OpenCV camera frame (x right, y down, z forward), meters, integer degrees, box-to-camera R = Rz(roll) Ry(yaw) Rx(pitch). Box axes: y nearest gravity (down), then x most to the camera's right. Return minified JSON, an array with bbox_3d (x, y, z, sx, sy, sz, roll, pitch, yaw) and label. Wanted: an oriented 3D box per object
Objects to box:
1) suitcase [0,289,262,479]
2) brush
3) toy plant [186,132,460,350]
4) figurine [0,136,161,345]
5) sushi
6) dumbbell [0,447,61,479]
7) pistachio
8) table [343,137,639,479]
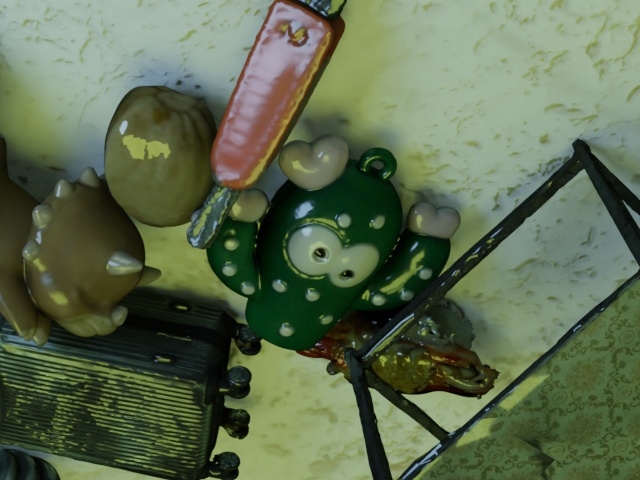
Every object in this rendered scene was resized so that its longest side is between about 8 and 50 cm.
[{"bbox_3d":[-0.229,0.154,1.880,0.312,0.128,0.202,10,133,1],"label":"suitcase"},{"bbox_3d":[-0.051,-0.129,1.593,0.070,0.051,0.323,32,110,8],"label":"brush"},{"bbox_3d":[0.005,0.001,1.704,0.243,0.112,0.232,-35,124,16],"label":"toy plant"},{"bbox_3d":[-0.279,-0.014,1.725,0.173,0.247,0.177,-39,149,-3],"label":"figurine"},{"bbox_3d":[0.083,0.110,1.811,0.226,0.103,0.097,7,159,1],"label":"sushi"},{"bbox_3d":[-0.457,0.233,1.957,0.179,0.179,0.406,-18,125,25],"label":"dumbbell"},{"bbox_3d":[-0.154,-0.078,1.669,0.108,0.126,0.185,41,162,30],"label":"pistachio"},{"bbox_3d":[0.227,0.130,1.617,0.335,0.272,0.222,-43,115,15],"label":"table"}]
